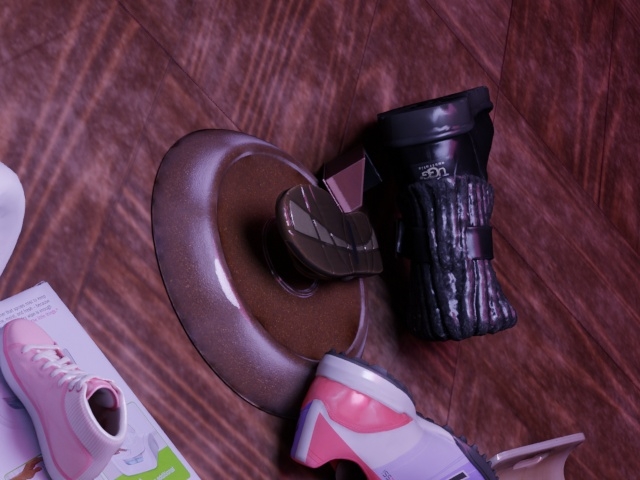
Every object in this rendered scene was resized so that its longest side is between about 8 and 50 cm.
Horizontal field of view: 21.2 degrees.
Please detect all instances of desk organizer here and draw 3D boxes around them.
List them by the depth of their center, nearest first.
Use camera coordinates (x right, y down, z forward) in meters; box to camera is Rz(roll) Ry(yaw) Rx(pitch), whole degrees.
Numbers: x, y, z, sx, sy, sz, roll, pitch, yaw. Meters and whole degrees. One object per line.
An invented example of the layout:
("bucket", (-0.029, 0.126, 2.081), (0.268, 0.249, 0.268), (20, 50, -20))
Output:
("desk organizer", (0.035, -0.066, 1.822), (0.047, 0.050, 0.130), (59, 6, -9))

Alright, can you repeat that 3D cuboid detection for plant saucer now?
("plant saucer", (-0.044, 0.023, 1.700), (0.310, 0.050, 0.311), (34, 43, -38))

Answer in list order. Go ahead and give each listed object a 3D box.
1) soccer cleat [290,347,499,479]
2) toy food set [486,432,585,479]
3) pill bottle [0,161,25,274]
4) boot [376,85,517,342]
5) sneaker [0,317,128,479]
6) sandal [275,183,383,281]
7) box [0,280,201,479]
("soccer cleat", (0.074, 0.221, 1.706), (0.318, 0.108, 0.116), (43, 71, -48))
("toy food set", (0.291, 0.373, 1.905), (0.219, 0.092, 0.306), (-3, 72, -56))
("pill bottle", (-0.345, -0.046, 1.109), (0.278, 0.162, 0.162), (32, 32, 10))
("boot", (0.145, -0.030, 1.922), (0.348, 0.131, 0.260), (-36, 113, -75))
("sneaker", (-0.173, 0.098, 1.174), (0.051, 0.070, 0.134), (3, 52, -48))
("sandal", (0.000, 0.000, 1.687), (0.219, 0.060, 0.090), (10, 66, -69))
("box", (-0.232, 0.179, 1.197), (0.231, 0.127, 0.262), (50, 32, 6))
